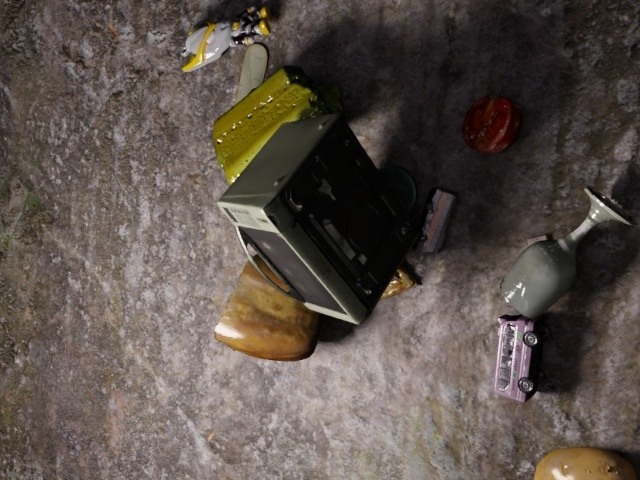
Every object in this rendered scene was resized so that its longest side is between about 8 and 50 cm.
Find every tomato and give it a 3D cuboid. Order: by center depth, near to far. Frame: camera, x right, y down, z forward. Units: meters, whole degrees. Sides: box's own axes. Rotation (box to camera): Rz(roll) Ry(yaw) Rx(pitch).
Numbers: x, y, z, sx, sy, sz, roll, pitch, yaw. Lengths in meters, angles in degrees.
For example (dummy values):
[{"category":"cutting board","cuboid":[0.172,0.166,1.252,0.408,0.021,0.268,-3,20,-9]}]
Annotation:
[{"category":"tomato","cuboid":[0.414,-0.267,1.682,0.159,0.091,0.139,20,96,56]}]

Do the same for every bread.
[{"category":"bread","cuboid":[-0.113,-0.292,1.922,0.376,0.208,0.251,-31,61,27]}]

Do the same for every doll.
[{"category":"doll","cuboid":[-0.280,-0.585,2.065,0.316,0.103,0.145,-10,85,26]}]

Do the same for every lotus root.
[{"category":"lotus root","cuboid":[-0.099,0.191,1.953,0.250,0.316,0.316,16,103,15]}]

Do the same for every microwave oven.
[{"category":"microwave oven","cuboid":[0.011,-0.045,1.690,0.247,0.333,0.394,3,139,50]}]

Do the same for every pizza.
[{"category":"pizza","cuboid":[0.173,0.109,1.893,0.176,0.036,0.185,24,107,27]}]

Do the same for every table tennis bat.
[{"category":"table tennis bat","cuboid":[0.145,-0.108,1.891,0.237,0.038,0.149,-19,85,28]}]

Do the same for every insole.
[{"category":"insole","cuboid":[-0.211,-0.396,2.092,0.119,0.009,0.348,19,104,29]}]

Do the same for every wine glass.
[{"category":"wine glass","cuboid":[0.539,0.030,1.593,0.143,0.143,0.321,47,112,19]}]

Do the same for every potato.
[{"category":"potato","cuboid":[0.597,0.546,1.627,0.234,0.146,0.150,-18,55,32]}]

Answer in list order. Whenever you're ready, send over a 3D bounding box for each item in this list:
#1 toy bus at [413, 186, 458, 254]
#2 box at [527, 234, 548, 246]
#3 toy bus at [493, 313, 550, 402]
[{"category":"toy bus","cuboid":[0.289,-0.046,1.796,0.072,0.057,0.172,21,106,20]},{"category":"box","cuboid":[0.520,0.032,1.688,0.046,0.012,0.083,-16,88,31]},{"category":"toy bus","cuboid":[0.471,0.271,1.694,0.108,0.096,0.199,10,103,35]}]
